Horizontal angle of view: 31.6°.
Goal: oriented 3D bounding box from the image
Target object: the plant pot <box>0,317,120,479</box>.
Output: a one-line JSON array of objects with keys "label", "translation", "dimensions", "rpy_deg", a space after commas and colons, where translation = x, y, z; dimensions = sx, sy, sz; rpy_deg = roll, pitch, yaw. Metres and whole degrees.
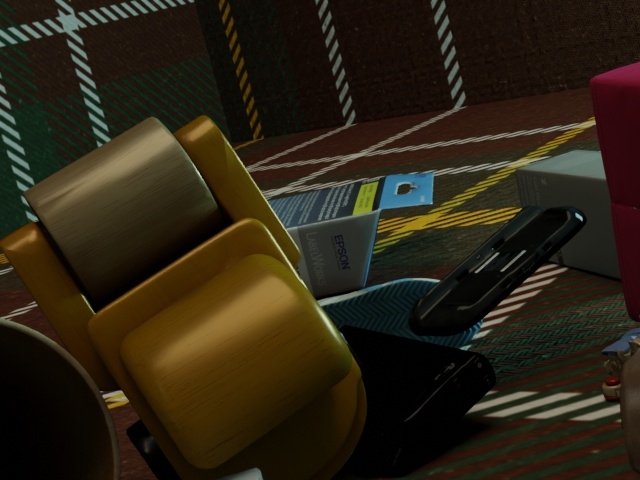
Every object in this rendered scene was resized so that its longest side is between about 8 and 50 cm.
[{"label": "plant pot", "translation": [-0.308, 0.186, 0.934], "dimensions": [0.237, 0.237, 0.254], "rpy_deg": [-20, 1, -23]}]

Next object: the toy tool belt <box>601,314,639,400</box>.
[{"label": "toy tool belt", "translation": [0.269, 0.100, 0.988], "dimensions": [0.052, 0.051, 0.083], "rpy_deg": [-2, 18, 46]}]

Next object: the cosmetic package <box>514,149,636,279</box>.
[{"label": "cosmetic package", "translation": [0.340, -0.034, 1.343], "dimensions": [0.107, 0.127, 0.238], "rpy_deg": [-17, 11, -14]}]

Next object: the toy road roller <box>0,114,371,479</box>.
[{"label": "toy road roller", "translation": [-0.095, 0.056, 0.888], "dimensions": [0.203, 0.329, 0.240], "rpy_deg": [-34, -1, -12]}]

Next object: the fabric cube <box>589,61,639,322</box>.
[{"label": "fabric cube", "translation": [0.429, -0.048, 0.994], "dimensions": [0.254, 0.259, 0.258], "rpy_deg": [-17, 14, -14]}]

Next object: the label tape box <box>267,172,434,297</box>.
[{"label": "label tape box", "translation": [0.000, 0.000, 1.623], "dimensions": [0.348, 0.115, 0.249], "rpy_deg": [-10, 13, 8]}]

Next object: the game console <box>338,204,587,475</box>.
[{"label": "game console", "translation": [0.125, 0.076, 1.070], "dimensions": [0.361, 0.044, 0.213], "rpy_deg": [-39, 22, -23]}]

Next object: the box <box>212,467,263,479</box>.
[{"label": "box", "translation": [-0.104, 0.232, 0.725], "dimensions": [0.171, 0.091, 0.130], "rpy_deg": [-15, 12, -4]}]

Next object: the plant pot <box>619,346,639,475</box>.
[{"label": "plant pot", "translation": [0.284, 0.112, 0.694], "dimensions": [0.165, 0.167, 0.167], "rpy_deg": [-16, 10, 29]}]

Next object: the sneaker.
[{"label": "sneaker", "translation": [0.062, 0.085, 1.225], "dimensions": [0.229, 0.087, 0.092], "rpy_deg": [-8, 5, 11]}]
